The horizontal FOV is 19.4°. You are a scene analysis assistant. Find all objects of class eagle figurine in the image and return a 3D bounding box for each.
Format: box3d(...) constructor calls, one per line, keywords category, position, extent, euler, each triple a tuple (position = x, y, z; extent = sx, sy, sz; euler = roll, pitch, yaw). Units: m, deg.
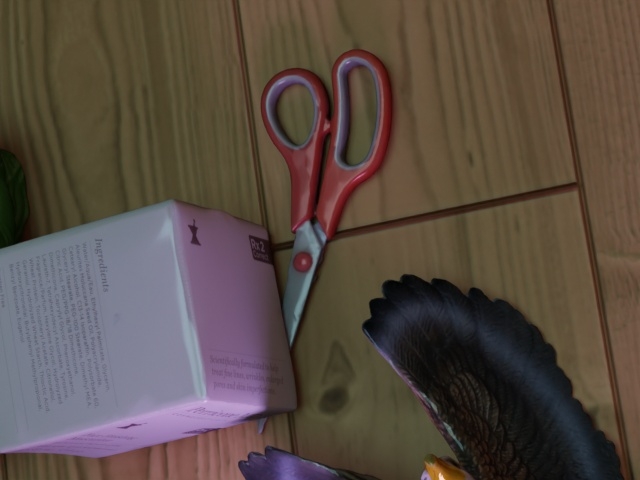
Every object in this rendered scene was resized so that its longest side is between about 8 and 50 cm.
box3d(category="eagle figurine", position=(0.108, 0.189, 1.307), extent=(0.226, 0.225, 0.298), euler=(-17, 35, -23))

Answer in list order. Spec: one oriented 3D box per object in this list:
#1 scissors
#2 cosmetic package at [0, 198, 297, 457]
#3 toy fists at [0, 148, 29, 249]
box3d(category="scissors", position=(0.000, 0.000, 1.437), extent=(0.109, 0.021, 0.297), euler=(-1, 81, 20))
box3d(category="cosmetic package", position=(-0.139, 0.071, 1.401), extent=(0.183, 0.151, 0.151), euler=(-15, 77, 23))
box3d(category="toy fists", position=(-0.289, 0.035, 1.472), extent=(0.096, 0.142, 0.279), euler=(-3, 81, 20))
